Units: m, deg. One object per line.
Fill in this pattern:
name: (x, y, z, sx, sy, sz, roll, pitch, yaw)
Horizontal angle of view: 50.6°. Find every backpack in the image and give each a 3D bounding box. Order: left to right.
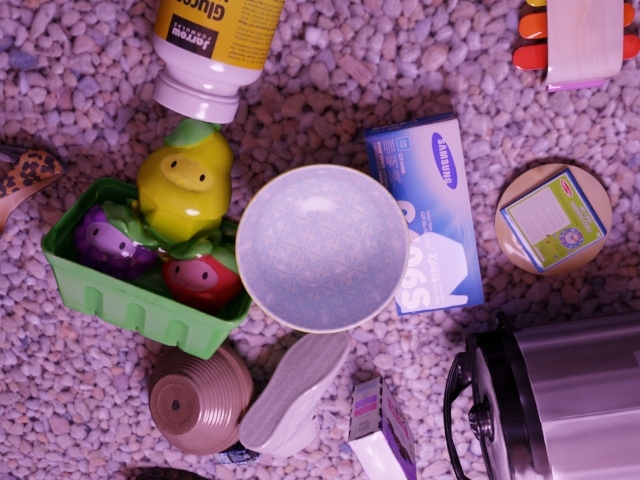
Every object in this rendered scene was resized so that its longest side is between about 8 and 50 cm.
backpack: (-0.174, 0.418, 1.418, 0.114, 0.105, 0.084, -12, 129, 20)

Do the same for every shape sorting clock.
shape sorting clock: (0.419, -0.037, 1.225, 0.206, 0.040, 0.206, 2, 106, 7)

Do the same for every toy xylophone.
toy xylophone: (0.439, -0.394, 1.074, 0.236, 0.081, 0.323, 2, 110, 5)

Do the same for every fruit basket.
fruit basket: (-0.264, -0.018, 1.203, 0.391, 0.283, 0.392, 7, 127, 9)

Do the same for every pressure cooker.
pressure cooker: (0.427, 0.316, 1.179, 0.420, 0.370, 0.376, -10, 105, 6)

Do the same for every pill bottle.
pill bottle: (-0.160, -0.370, 1.088, 0.187, 0.188, 0.334, 20, 110, -1)

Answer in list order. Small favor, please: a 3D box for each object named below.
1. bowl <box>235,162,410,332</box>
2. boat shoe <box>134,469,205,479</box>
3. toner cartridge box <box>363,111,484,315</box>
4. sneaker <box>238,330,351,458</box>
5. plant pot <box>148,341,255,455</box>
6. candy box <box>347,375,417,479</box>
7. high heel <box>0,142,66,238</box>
bowl: (0.000, 0.000, 1.184, 0.289, 0.156, 0.290, -1, 103, -4)
boat shoe: (-0.262, 0.603, 1.485, 0.323, 0.122, 0.120, 14, 114, 2)
toner cartridge box: (0.190, -0.042, 1.230, 0.165, 0.075, 0.348, -10, 108, 8)
sneaker: (-0.031, 0.310, 1.372, 0.108, 0.169, 0.292, 37, 80, 32)
plant pot: (-0.257, 0.313, 1.338, 0.237, 0.109, 0.238, -1, 88, 22)
candy box: (0.123, 0.388, 1.325, 0.070, 0.196, 0.165, -25, 106, 13)
high heel: (-0.583, -0.053, 1.293, 0.186, 0.093, 0.261, 11, 102, 9)
